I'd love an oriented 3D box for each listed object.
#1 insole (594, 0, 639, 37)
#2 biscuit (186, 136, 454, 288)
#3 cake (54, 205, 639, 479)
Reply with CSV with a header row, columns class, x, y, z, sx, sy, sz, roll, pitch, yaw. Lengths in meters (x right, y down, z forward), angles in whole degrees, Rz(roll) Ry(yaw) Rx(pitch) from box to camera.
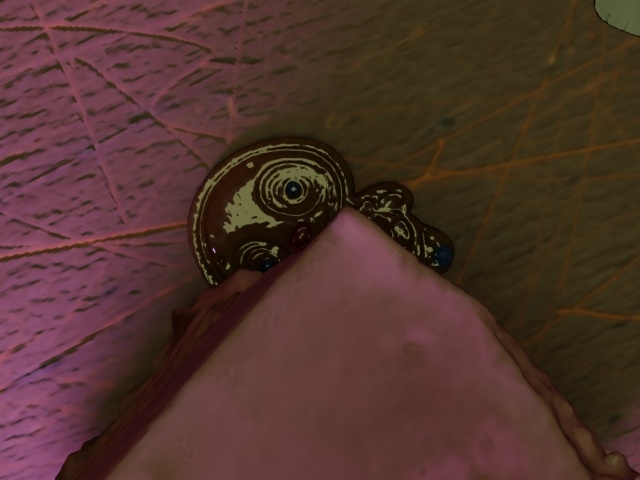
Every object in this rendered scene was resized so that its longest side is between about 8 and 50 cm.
class,x,y,z,sx,sy,sz,roll,pitch,yaw
insole,0.248,-0.132,1.008,0.152,0.002,0.053,22,98,-4
biscuit,0.000,0.000,1.014,0.175,0.026,0.124,17,98,-3
cake,0.000,0.181,0.881,0.314,0.307,0.293,38,68,-1
